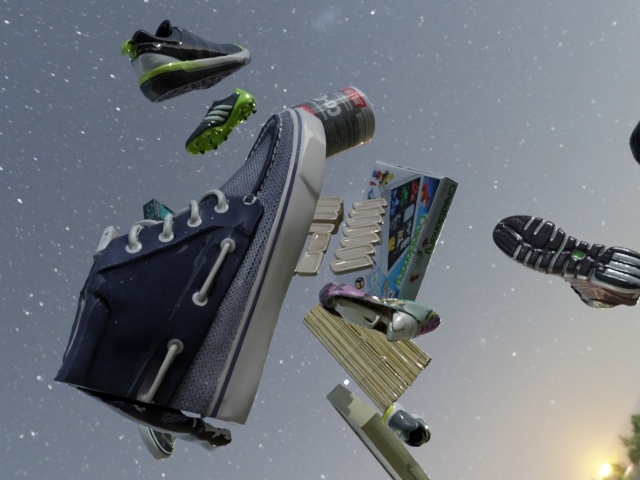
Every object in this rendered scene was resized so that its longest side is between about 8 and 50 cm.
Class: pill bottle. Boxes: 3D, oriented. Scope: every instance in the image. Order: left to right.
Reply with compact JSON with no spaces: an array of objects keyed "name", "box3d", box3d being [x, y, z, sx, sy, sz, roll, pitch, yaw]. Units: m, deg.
[{"name":"pill bottle","box3d":[-0.013,-0.282,1.334,0.283,0.161,0.161,-26,-46,-22]}]

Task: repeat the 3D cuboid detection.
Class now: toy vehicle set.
[{"name":"toy vehicle set","box3d":[0.124,0.368,0.862,0.035,0.166,0.267,-40,-78,-14]}]

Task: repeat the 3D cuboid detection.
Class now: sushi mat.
[{"name":"sushi mat","box3d":[0.093,0.220,1.149,0.151,0.316,0.019,-46,-40,-2]}]

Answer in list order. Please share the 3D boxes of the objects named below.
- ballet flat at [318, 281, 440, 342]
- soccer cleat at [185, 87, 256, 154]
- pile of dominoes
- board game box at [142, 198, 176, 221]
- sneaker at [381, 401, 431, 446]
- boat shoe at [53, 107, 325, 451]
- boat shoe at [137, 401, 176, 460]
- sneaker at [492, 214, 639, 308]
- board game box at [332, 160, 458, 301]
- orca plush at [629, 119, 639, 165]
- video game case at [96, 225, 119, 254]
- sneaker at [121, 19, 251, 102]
[{"name":"ballet flat","box3d":[0.101,0.134,0.898,0.079,0.222,0.076,-71,-2,-64]},{"name":"soccer cleat","box3d":[-0.209,-0.241,1.042,0.179,0.072,0.060,-44,-26,-15]},{"name":"pile of dominoes","box3d":[0.000,0.000,0.812,0.251,0.196,0.040,-69,-23,-58]},{"name":"board game box","box3d":[-0.205,0.036,0.764,0.026,0.186,0.126,-32,-41,11]},{"name":"sneaker","box3d":[0.087,0.183,0.486,0.031,0.035,0.083,-51,-46,-2]},{"name":"boat shoe","box3d":[-0.109,0.000,0.467,0.158,0.127,0.340,23,-113,-21]},{"name":"boat shoe","box3d":[-0.282,0.271,0.915,0.070,0.219,0.078,-22,-23,10]},{"name":"sneaker","box3d":[0.469,0.059,0.987,0.106,0.281,0.162,-51,-40,-13]},{"name":"board game box","box3d":[0.140,0.002,1.046,0.053,0.193,0.305,15,-83,-41]},{"name":"orca plush","box3d":[0.554,-0.053,0.747,0.102,0.287,0.151,-49,-2,21]},{"name":"video game case","box3d":[-0.453,0.092,1.206,0.026,0.206,0.227,-24,-69,-10]},{"name":"sneaker","box3d":[-0.179,-0.266,0.718,0.097,0.084,0.234,62,-150,-13]}]
